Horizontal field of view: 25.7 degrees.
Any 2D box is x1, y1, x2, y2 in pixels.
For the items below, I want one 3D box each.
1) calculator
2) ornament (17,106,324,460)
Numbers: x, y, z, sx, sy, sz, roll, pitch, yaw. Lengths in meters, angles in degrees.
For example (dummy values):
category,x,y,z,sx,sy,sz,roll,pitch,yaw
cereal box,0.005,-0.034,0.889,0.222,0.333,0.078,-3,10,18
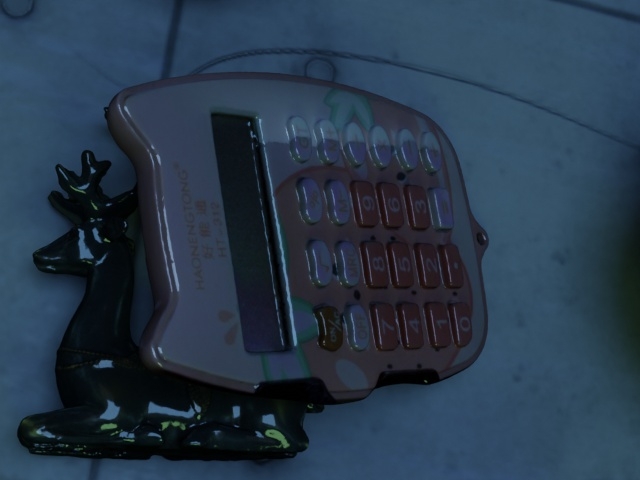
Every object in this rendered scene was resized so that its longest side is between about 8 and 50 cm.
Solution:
category,x,y,z,sx,sy,sz,roll,pitch,yaw
calculator,0.000,0.000,0.932,0.329,0.048,0.220,2,73,-43
ornament,-0.093,0.025,0.933,0.202,0.080,0.236,4,76,-16
